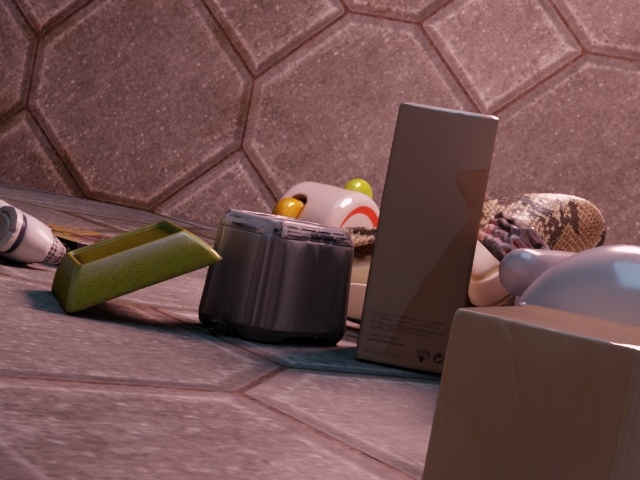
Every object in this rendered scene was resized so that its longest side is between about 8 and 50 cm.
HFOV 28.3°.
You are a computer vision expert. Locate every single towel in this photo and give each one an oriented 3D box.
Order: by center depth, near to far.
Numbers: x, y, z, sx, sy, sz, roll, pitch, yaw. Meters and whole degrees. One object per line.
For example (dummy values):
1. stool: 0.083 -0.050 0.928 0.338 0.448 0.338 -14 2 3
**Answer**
1. towel: 0.310 0.094 1.445 0.317 0.053 0.332 45 5 -1

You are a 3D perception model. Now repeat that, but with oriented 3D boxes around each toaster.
1. toaster: -0.055 0.044 1.561 0.129 0.146 0.227 13 3 40

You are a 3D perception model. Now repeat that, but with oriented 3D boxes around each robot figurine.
1. robot figurine: 0.285 0.108 1.096 0.300 0.199 0.353 41 19 30

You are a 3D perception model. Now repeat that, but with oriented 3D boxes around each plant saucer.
1. plant saucer: -0.229 0.022 1.518 0.188 0.045 0.188 -19 12 -15

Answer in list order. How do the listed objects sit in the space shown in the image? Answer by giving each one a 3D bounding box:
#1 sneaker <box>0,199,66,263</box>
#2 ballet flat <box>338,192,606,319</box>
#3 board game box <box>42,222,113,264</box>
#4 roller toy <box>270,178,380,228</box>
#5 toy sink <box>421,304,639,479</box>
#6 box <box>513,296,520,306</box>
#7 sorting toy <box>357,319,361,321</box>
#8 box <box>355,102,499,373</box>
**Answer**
1. sneaker: -0.453 -0.008 1.858 0.095 0.090 0.235 24 -1 -33
2. ballet flat: 0.151 0.047 1.743 0.483 0.164 0.182 -7 19 12
3. board game box: -0.377 0.011 1.983 0.165 0.042 0.243 8 4 -43
4. roller toy: 0.000 0.000 2.166 0.146 0.191 0.209 15 28 34
5. toy sink: 0.160 0.125 0.804 0.131 0.152 0.234 12 4 26
6. box: 0.319 0.114 1.684 0.126 0.137 0.072 8 5 -40
7. sorting toy: 0.087 0.063 1.923 0.366 0.126 0.127 10 3 0
8. box: 0.128 -0.004 1.550 0.121 0.311 0.148 10 4 3
